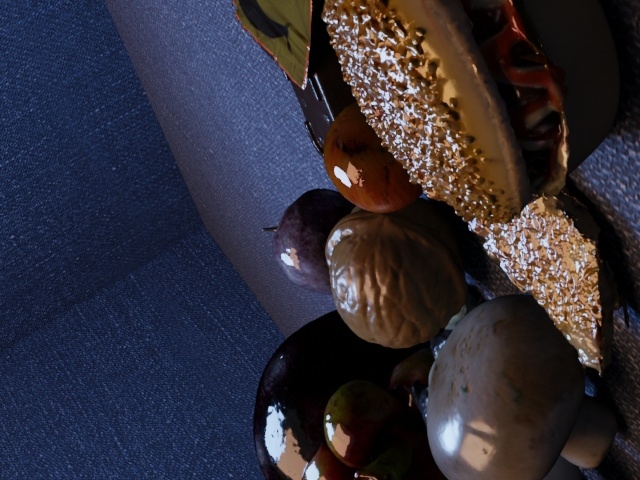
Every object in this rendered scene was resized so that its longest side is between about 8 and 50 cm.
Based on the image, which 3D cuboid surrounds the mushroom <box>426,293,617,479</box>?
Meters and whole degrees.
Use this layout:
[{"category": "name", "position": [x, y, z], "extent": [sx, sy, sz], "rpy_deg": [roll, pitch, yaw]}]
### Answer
[{"category": "mushroom", "position": [0.247, 0.192, 1.205], "extent": [0.244, 0.243, 0.243], "rpy_deg": [55, 169, 16]}]

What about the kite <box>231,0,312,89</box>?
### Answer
[{"category": "kite", "position": [-0.068, -0.372, 1.268], "extent": [0.327, 0.013, 0.378], "rpy_deg": [-11, 96, 68]}]

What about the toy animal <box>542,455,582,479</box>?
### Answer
[{"category": "toy animal", "position": [0.302, 0.345, 1.353], "extent": [0.196, 0.241, 0.368], "rpy_deg": [99, 152, -62]}]

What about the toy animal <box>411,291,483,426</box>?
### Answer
[{"category": "toy animal", "position": [0.189, 0.174, 1.444], "extent": [0.093, 0.225, 0.121], "rpy_deg": [14, 163, -1]}]

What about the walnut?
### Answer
[{"category": "walnut", "position": [0.101, 0.038, 1.365], "extent": [0.213, 0.213, 0.213], "rpy_deg": [55, 169, 16]}]

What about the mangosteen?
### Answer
[{"category": "mangosteen", "position": [0.077, 0.288, 1.661], "extent": [0.382, 0.382, 0.435], "rpy_deg": [57, 170, 3]}]

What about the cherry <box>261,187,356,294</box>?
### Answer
[{"category": "cherry", "position": [0.008, 0.007, 1.749], "extent": [0.195, 0.195, 0.195], "rpy_deg": [55, 169, 16]}]

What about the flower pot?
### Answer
[{"category": "flower pot", "position": [0.020, -0.191, 1.377], "extent": [0.179, 0.084, 0.251], "rpy_deg": [43, 162, 53]}]

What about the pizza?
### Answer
[{"category": "pizza", "position": [0.242, 0.012, 1.026], "extent": [0.226, 0.069, 0.147], "rpy_deg": [49, 145, 24]}]

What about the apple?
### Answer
[{"category": "apple", "position": [0.072, -0.108, 1.244], "extent": [0.146, 0.146, 0.146], "rpy_deg": [55, 169, 16]}]

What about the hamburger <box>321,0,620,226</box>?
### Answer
[{"category": "hamburger", "position": [0.109, -0.153, 0.858], "extent": [0.302, 0.170, 0.302], "rpy_deg": [56, 169, 16]}]
